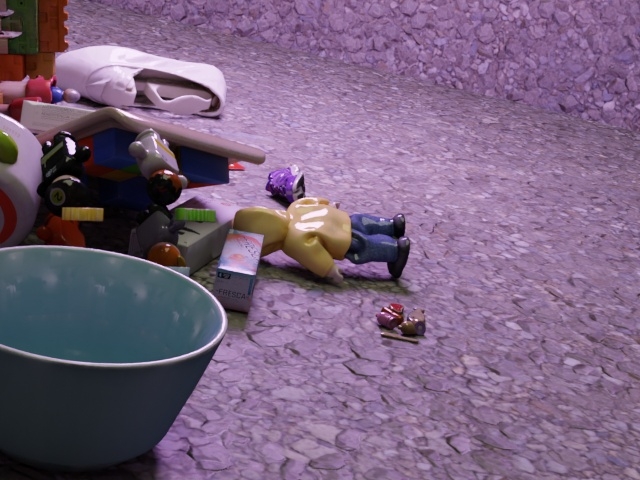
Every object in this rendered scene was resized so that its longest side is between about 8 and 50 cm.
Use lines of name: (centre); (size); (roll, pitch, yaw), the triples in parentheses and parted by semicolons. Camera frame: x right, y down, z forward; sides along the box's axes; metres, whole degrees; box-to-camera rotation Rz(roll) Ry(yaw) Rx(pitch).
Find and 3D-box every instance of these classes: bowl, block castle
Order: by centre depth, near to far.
bowl: (-0.267, 0.135, 1.321); (0.311, 0.163, 0.311); (11, 20, -4)
block castle: (-0.575, -0.437, 2.334); (0.212, 0.453, 0.303); (2, 19, -5)

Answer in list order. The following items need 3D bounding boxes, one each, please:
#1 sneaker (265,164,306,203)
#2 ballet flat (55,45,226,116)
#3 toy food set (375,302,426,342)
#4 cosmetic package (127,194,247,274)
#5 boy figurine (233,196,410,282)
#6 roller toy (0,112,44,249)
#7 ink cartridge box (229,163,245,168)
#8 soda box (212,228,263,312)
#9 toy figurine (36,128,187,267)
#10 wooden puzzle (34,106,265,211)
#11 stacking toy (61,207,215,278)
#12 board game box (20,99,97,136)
sneaker: (-0.066, -0.096, 2.276); (0.071, 0.068, 0.170); (-7, 13, -7)
ballet flat: (-0.388, -0.340, 2.683); (0.400, 0.139, 0.139); (3, 21, -24)
toy food set: (0.120, 0.115, 1.819); (0.078, 0.019, 0.122); (12, 19, 0)
cosmetic package: (-0.205, -0.010, 1.927); (0.099, 0.060, 0.239); (17, 20, 14)
boy figurine: (0.000, 0.000, 1.966); (0.285, 0.092, 0.177); (3, 44, -13)
roller toy: (-0.493, -0.085, 1.736); (0.209, 0.191, 0.146); (-15, 40, 14)
ink cartridge box: (-0.288, -0.192, 2.407); (0.232, 0.066, 0.189); (-7, 26, -33)
soda box: (-0.122, 0.042, 1.819); (0.058, 0.063, 0.183); (11, 19, -3)
toy figurine: (-0.288, -0.040, 1.699); (0.209, 0.213, 0.148); (-3, 38, -16)
wooden puzzle: (-0.312, -0.112, 1.919); (0.347, 0.081, 0.322); (-10, -13, 37)
stacking toy: (-0.233, 0.040, 1.597); (0.221, 0.167, 0.052); (0, 0, -31)
board game box: (-0.408, -0.169, 2.077); (0.193, 0.053, 0.305); (8, -8, -12)
